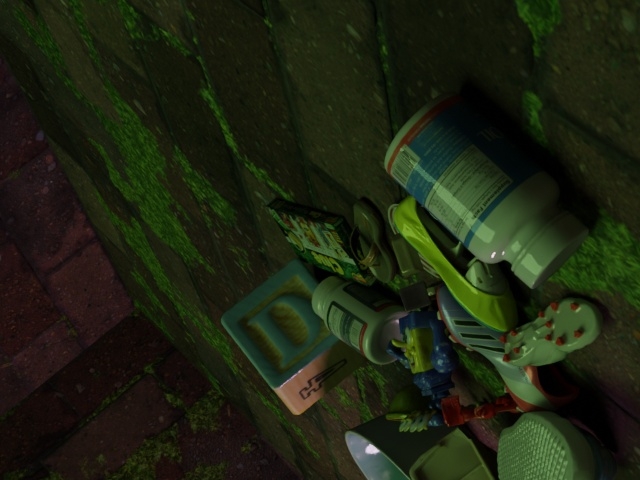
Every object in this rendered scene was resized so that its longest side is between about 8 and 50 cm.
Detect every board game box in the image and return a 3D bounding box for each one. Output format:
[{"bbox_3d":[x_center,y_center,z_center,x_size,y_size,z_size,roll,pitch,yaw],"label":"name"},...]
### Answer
[{"bbox_3d":[0.000,0.000,2.024,0.136,0.030,0.260,56,162,-24],"label":"board game box"}]

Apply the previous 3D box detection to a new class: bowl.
[{"bbox_3d":[0.209,0.431,2.164,0.311,0.163,0.311,45,162,19],"label":"bowl"}]

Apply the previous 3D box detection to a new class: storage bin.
[{"bbox_3d":[0.293,0.465,1.857,0.262,0.123,0.260,38,-162,-48],"label":"storage bin"}]

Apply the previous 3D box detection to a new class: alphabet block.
[{"bbox_3d":[-0.046,0.187,2.175,0.192,0.193,0.197,51,174,24],"label":"alphabet block"}]

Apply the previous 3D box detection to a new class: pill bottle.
[{"bbox_3d":[0.069,0.131,1.986,0.180,0.108,0.108,32,155,47],"label":"pill bottle"},{"bbox_3d":[0.188,-0.053,1.278,0.221,0.124,0.124,45,162,16],"label":"pill bottle"}]

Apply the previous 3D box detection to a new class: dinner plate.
[{"bbox_3d":[0.152,0.000,1.658,0.141,0.017,0.141,44,163,18],"label":"dinner plate"}]

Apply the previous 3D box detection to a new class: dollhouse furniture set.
[{"bbox_3d":[0.161,0.034,1.666,0.081,0.091,0.114,-8,-102,-64],"label":"dollhouse furniture set"}]

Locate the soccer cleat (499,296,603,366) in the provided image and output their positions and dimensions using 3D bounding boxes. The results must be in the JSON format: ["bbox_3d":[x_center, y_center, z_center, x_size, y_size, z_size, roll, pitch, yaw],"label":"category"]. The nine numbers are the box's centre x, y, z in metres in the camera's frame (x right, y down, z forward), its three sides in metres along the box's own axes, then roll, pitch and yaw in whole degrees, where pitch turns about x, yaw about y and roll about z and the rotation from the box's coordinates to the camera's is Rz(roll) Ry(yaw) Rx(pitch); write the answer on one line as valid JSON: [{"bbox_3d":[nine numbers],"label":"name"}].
[{"bbox_3d":[0.306,0.119,1.458,0.196,0.076,0.068,143,129,-59],"label":"soccer cleat"}]

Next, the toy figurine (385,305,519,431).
[{"bbox_3d":[0.196,0.180,1.813,0.362,0.191,0.217,123,137,-80],"label":"toy figurine"}]

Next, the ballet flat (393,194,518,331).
[{"bbox_3d":[0.189,0.023,1.532,0.231,0.077,0.077,48,137,14],"label":"ballet flat"}]

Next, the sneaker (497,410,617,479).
[{"bbox_3d":[0.353,0.304,1.605,0.366,0.150,0.135,115,153,-83],"label":"sneaker"}]

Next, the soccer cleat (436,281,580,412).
[{"bbox_3d":[0.258,0.142,1.582,0.095,0.083,0.248,-24,112,45],"label":"soccer cleat"}]

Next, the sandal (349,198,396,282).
[{"bbox_3d":[0.074,0.007,1.813,0.072,0.049,0.180,38,159,35],"label":"sandal"}]
